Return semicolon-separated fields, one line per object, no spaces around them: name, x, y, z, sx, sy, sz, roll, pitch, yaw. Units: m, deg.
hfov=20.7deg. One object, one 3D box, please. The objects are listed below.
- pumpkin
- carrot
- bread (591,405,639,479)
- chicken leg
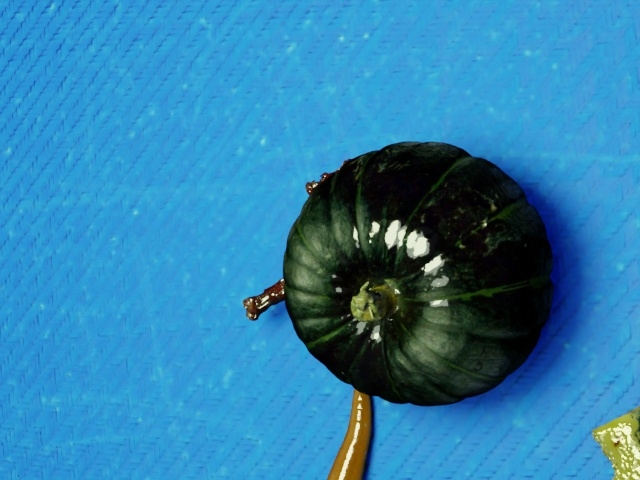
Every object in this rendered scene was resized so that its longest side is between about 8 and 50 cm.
pumpkin;0.081;0.034;1.578;0.249;0.216;0.250;9;108;29
carrot;0.030;0.204;1.698;0.035;0.035;0.142;12;85;28
bread;0.288;0.265;1.543;0.088;0.049;0.226;-29;73;24
chicken leg;0.007;0.002;1.702;0.093;0.053;0.205;25;99;-13
